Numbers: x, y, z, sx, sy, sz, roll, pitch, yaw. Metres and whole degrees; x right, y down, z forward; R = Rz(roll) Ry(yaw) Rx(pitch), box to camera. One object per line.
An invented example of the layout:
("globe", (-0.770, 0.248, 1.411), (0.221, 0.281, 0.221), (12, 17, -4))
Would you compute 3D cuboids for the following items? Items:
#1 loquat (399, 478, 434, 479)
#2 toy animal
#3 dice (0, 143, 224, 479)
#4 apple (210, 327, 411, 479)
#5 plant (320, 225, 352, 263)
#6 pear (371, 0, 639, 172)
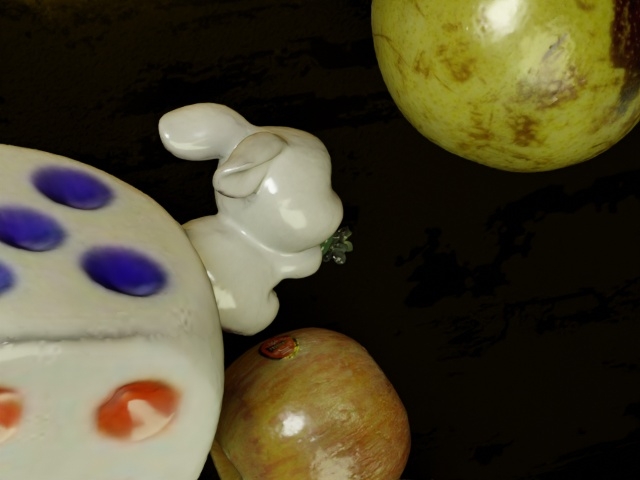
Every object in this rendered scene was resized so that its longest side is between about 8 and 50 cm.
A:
("loquat", (0.091, 0.377, 1.957), (0.187, 0.176, 0.234), (9, 110, -35))
("toy animal", (-0.078, -0.019, 1.555), (0.178, 0.127, 0.193), (11, 110, -40))
("dice", (-0.278, 0.096, 1.420), (0.304, 0.304, 0.277), (1, 125, -31))
("apple", (-0.015, 0.197, 1.721), (0.188, 0.211, 0.211), (-30, 136, -19))
("plant", (0.000, 0.000, 1.683), (0.102, 0.051, 0.051), (23, 112, -46))
("pear", (0.180, -0.198, 1.476), (0.283, 0.283, 0.284), (-16, 132, -18))
